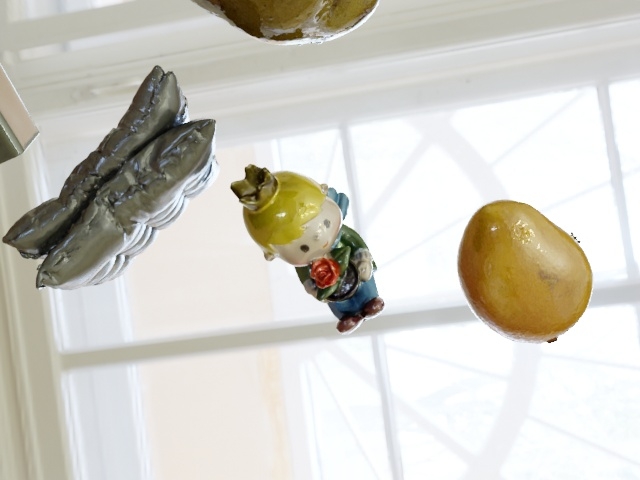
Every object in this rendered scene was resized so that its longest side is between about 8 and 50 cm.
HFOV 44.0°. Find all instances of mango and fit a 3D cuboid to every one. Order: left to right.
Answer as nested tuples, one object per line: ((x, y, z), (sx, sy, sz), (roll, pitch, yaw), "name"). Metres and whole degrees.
((0.290, 0.044, 1.181), (0.257, 0.187, 0.138), (38, 30, -32), "mango")

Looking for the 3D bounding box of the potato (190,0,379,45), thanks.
((-0.093, -0.318, 0.730), (0.176, 0.369, 0.195), (-65, -162, -11), "potato")

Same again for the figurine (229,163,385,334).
((-0.012, 0.009, 0.996), (0.234, 0.127, 0.185), (54, 16, -57), "figurine")

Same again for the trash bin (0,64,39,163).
((-0.661, -0.269, 1.514), (0.164, 0.122, 0.240), (-99, 164, -66), "trash bin")

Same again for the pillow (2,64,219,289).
((-0.206, -0.049, 0.878), (0.101, 0.228, 0.326), (44, -5, -1), "pillow")
